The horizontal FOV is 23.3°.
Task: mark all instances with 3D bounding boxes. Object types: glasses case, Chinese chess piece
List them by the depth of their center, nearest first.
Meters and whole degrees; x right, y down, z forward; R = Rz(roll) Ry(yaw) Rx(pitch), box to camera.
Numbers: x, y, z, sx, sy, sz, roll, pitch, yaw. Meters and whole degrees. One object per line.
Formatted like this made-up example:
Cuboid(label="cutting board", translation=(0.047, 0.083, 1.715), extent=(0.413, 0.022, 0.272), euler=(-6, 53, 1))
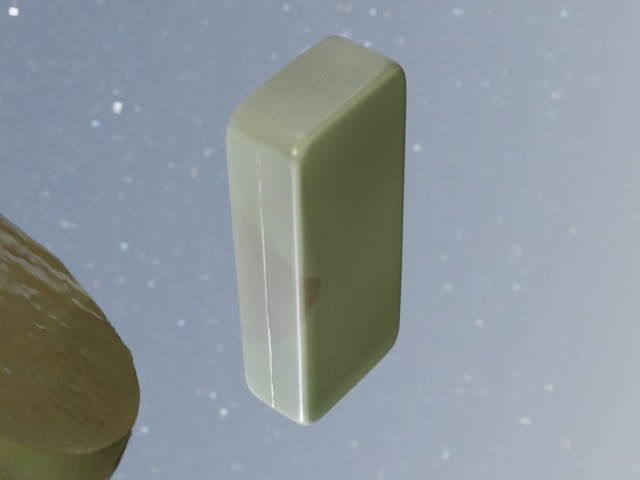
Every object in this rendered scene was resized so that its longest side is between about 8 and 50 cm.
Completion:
Cuboid(label="Chinese chess piece", translation=(-0.219, 0.062, 0.856), extent=(0.097, 0.251, 0.251), euler=(-48, -9, 16))
Cuboid(label="glasses case", translation=(0.000, 0.000, 1.189), extent=(0.131, 0.070, 0.313), euler=(-42, -32, -32))
